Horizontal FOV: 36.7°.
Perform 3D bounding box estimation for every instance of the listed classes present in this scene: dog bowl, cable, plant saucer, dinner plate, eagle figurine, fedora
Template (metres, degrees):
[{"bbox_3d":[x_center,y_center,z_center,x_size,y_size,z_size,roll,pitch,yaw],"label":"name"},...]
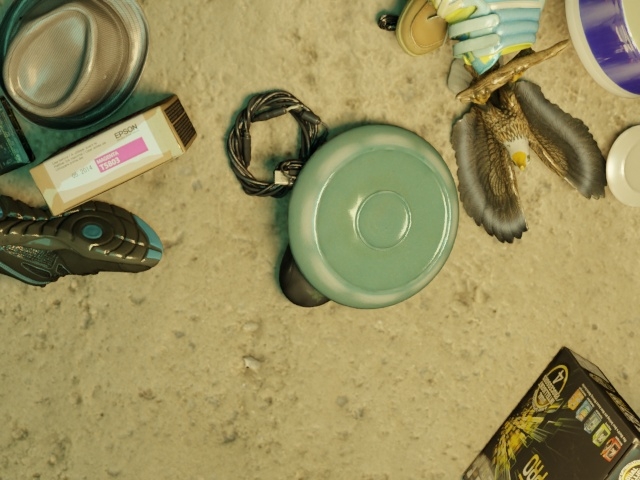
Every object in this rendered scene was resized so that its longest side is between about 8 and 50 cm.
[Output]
[{"bbox_3d":[0.507,-0.360,1.497,0.265,0.104,0.265,3,84,-34],"label":"dog bowl"},{"bbox_3d":[-0.084,-0.159,1.635,0.150,0.047,0.184,34,102,-10],"label":"cable"},{"bbox_3d":[0.100,-0.036,1.617,0.317,0.044,0.317,-3,100,-20],"label":"plant saucer"},{"bbox_3d":[0.548,-0.126,1.643,0.141,0.017,0.141,-4,101,-23],"label":"dinner plate"},{"bbox_3d":[0.323,-0.166,1.593,0.226,0.225,0.298,7,145,37],"label":"eagle figurine"},{"bbox_3d":[-0.415,-0.303,1.557,0.244,0.124,0.275,41,100,-10],"label":"fedora"}]

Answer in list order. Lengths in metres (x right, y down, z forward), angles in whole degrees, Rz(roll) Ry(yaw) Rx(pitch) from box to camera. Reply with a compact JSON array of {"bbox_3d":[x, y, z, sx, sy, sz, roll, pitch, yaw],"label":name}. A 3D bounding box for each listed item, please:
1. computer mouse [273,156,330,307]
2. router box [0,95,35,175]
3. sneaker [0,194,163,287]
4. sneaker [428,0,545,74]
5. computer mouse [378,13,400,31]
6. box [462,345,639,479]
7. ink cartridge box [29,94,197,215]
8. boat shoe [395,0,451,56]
[{"bbox_3d":[0.000,0.000,1.640,0.188,0.072,0.272,2,110,-19],"label":"computer mouse"},{"bbox_3d":[-0.552,-0.171,1.631,0.092,0.038,0.122,-22,102,4],"label":"router box"},{"bbox_3d":[-0.442,0.010,1.655,0.341,0.125,0.139,9,131,-6],"label":"sneaker"},{"bbox_3d":[0.189,-0.360,1.443,0.319,0.127,0.208,7,94,-1],"label":"sneaker"},{"bbox_3d":[0.157,-0.436,1.574,0.106,0.042,0.193,6,104,-1],"label":"computer mouse"},{"bbox_3d":[0.394,0.384,1.595,0.097,0.395,0.318,31,102,-10],"label":"box"},{"bbox_3d":[-0.328,-0.143,1.561,0.234,0.193,0.088,-24,103,4],"label":"ink cartridge box"},{"bbox_3d":[0.242,-0.400,1.536,0.285,0.089,0.104,-43,115,0],"label":"boat shoe"}]
